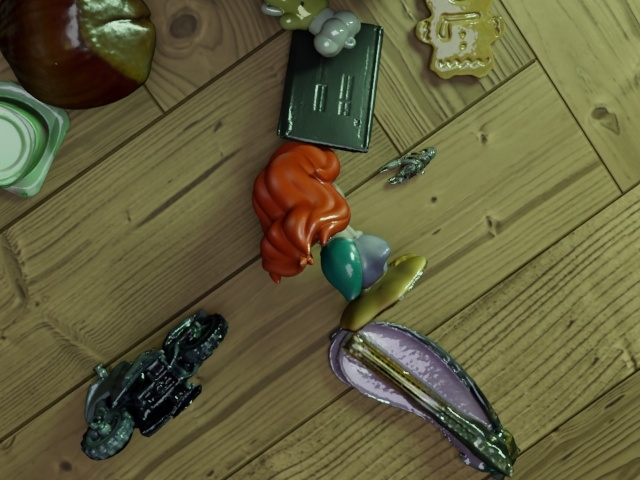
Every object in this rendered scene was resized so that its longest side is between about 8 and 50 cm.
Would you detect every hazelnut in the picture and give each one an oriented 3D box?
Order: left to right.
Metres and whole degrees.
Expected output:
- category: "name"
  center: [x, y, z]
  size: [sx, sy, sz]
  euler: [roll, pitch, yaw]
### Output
- category: "hazelnut"
  center: [-0.333, -0.284, 1.517]
  size: [0.181, 0.180, 0.212]
  euler: [-19, 103, -33]

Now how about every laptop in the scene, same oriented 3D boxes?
- category: "laptop"
  center: [0.016, -0.228, 1.599]
  size: [0.135, 0.016, 0.197]
  euler: [9, 75, -7]

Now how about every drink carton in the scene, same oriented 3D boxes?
- category: "drink carton"
  center: [-0.438, -0.138, 1.530]
  size: [0.144, 0.142, 0.146]
  euler: [25, 97, -9]

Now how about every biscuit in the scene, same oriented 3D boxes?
- category: "biscuit"
  center: [0.207, -0.326, 1.639]
  size: [0.133, 0.027, 0.184]
  euler: [8, 98, -7]

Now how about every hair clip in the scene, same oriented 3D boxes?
- category: "hair clip"
  center: [0.170, 0.237, 1.707]
  size: [0.358, 0.096, 0.110]
  euler: [40, 127, -3]

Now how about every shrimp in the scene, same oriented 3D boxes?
- category: "shrimp"
  center: [0.132, -0.109, 1.664]
  size: [0.092, 0.029, 0.038]
  euler: [-19, 109, 2]

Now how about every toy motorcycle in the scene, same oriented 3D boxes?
- category: "toy motorcycle"
  center: [-0.247, 0.202, 1.617]
  size: [0.270, 0.159, 0.106]
  euler: [-45, 112, -15]

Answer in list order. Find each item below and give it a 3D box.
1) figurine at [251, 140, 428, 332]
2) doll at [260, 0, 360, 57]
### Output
- category: "figurine"
  center: [0.007, -0.006, 1.578]
  size: [0.257, 0.181, 0.208]
  euler: [45, 69, -11]
- category: "doll"
  center: [-0.014, -0.324, 1.576]
  size: [0.162, 0.062, 0.106]
  euler: [41, 60, 5]
